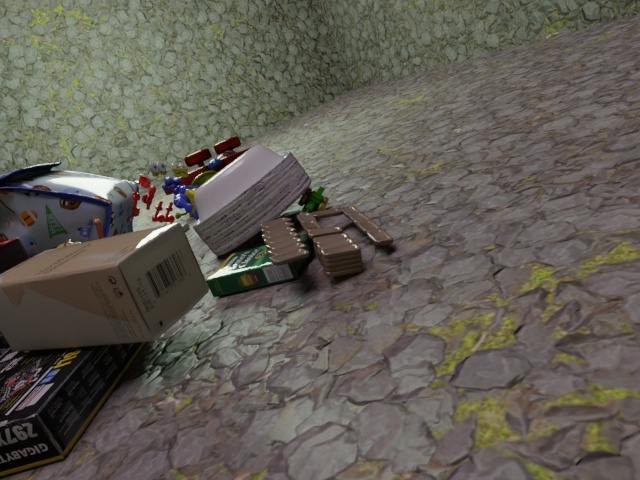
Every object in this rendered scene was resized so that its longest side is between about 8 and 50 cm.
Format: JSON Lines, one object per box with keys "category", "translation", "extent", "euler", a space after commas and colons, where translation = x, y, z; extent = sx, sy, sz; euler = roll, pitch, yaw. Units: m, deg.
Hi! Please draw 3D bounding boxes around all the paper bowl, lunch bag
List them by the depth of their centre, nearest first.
{"category": "paper bowl", "translation": [-0.171, -0.107, 1.192], "extent": [0.284, 0.148, 0.284], "euler": [-34, 13, 9]}
{"category": "lunch bag", "translation": [-0.727, -0.086, 1.418], "extent": [0.385, 0.239, 0.328], "euler": [10, 12, -8]}

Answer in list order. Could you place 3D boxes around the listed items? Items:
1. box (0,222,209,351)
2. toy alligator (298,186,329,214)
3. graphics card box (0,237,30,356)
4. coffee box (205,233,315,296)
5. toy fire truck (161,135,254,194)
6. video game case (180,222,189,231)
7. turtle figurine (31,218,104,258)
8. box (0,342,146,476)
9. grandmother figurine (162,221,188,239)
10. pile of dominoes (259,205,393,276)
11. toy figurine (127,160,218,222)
{"category": "box", "translation": [-0.346, 0.075, 0.797], "extent": [0.311, 0.121, 0.148], "euler": [-10, 21, 26]}
{"category": "toy alligator", "translation": [-0.025, -0.068, 1.157], "extent": [0.051, 0.056, 0.190], "euler": [-62, 1, 29]}
{"category": "graphics card box", "translation": [-0.672, 0.171, 0.958], "extent": [0.094, 0.233, 0.371], "euler": [-12, 17, 28]}
{"category": "coffee box", "translation": [-0.107, 0.045, 0.950], "extent": [0.184, 0.041, 0.113], "euler": [-14, 20, 27]}
{"category": "toy fire truck", "translation": [-0.376, -0.244, 1.835], "extent": [0.302, 0.170, 0.254], "euler": [-20, 12, 15]}
{"category": "video game case", "translation": [-0.519, 0.013, 1.574], "extent": [0.201, 0.023, 0.183], "euler": [-15, 20, 25]}
{"category": "turtle figurine", "translation": [-0.515, 0.066, 0.986], "extent": [0.269, 0.087, 0.217], "euler": [-41, 13, 41]}
{"category": "box", "translation": [-0.430, 0.221, 0.806], "extent": [0.257, 0.079, 0.322], "euler": [-18, 19, 11]}
{"category": "grandmother figurine", "translation": [-0.431, 0.078, 1.186], "extent": [0.208, 0.104, 0.342], "euler": [-45, 7, 35]}
{"category": "pile of dominoes", "translation": [0.000, 0.000, 0.900], "extent": [0.195, 0.040, 0.251], "euler": [-10, 18, -10]}
{"category": "toy figurine", "translation": [-0.359, -0.096, 1.555], "extent": [0.217, 0.191, 0.362], "euler": [30, 15, 19]}
